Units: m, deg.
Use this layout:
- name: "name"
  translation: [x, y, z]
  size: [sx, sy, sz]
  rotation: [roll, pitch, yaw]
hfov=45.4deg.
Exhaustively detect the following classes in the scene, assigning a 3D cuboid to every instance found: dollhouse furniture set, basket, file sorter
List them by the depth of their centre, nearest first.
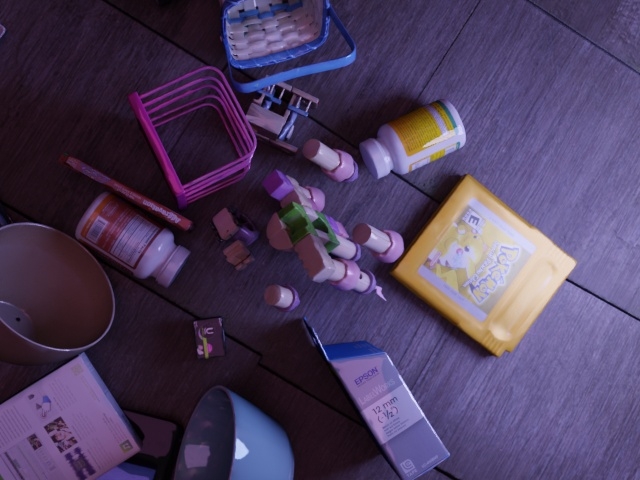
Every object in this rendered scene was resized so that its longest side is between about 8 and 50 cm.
- name: "file sorter"
  translation: [-0.245, -0.198, 1.519]
  size: [0.182, 0.291, 0.202]
  rotation: [-26, 91, -9]
- name: "basket"
  translation: [-0.083, -0.438, 1.567]
  size: [0.255, 0.201, 0.288]
  rotation: [-15, 55, -6]
- name: "dollhouse furniture set"
  translation: [-0.077, -0.267, 1.587]
  size: [0.129, 0.184, 0.129]
  rotation: [24, 86, -7]

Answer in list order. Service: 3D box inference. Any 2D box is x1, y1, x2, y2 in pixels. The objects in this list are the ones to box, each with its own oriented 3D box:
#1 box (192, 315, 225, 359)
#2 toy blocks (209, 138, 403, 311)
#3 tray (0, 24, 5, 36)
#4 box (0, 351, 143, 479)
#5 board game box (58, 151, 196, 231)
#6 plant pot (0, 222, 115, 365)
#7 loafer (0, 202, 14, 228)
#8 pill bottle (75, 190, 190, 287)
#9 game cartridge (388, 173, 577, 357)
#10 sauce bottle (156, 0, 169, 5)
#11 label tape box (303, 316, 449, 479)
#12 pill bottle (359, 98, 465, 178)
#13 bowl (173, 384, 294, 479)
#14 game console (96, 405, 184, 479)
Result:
- name: "box"
  translation: [-0.235, 0.206, 1.620]
  size: [0.062, 0.052, 0.083]
  rotation: [-8, 87, -6]
- name: "toy blocks"
  translation: [0.000, 0.000, 1.592]
  size: [0.309, 0.260, 0.288]
  rotation: [-38, 62, 17]
- name: "tray"
  translation: [-0.808, -0.463, 1.598]
  size: [0.270, 0.030, 0.145]
  rotation: [36, 85, -4]
- name: "box"
  translation: [-0.553, 0.405, 1.522]
  size: [0.322, 0.058, 0.232]
  rotation: [-32, 93, -9]
- name: "board game box"
  translation: [-0.389, -0.094, 1.569]
  size: [0.281, 0.145, 0.027]
  rotation: [29, 88, -4]
- name: "plant pot"
  translation: [-0.579, 0.135, 1.503]
  size: [0.191, 0.284, 0.284]
  rotation: [-39, 92, 29]
- name: "loafer"
  translation: [-0.734, -0.101, 1.569]
  size: [0.109, 0.095, 0.302]
  rotation: [-38, 88, 4]
- name: "pill bottle"
  translation: [-0.383, 0.003, 1.579]
  size: [0.216, 0.121, 0.121]
  rotation: [34, 85, -4]
- name: "game cartridge"
  translation: [0.361, 0.059, 1.690]
  size: [0.324, 0.053, 0.285]
  rotation: [38, 85, -2]
- name: "sauce bottle"
  translation: [-0.204, -0.602, 1.626]
  size: [0.345, 0.111, 0.111]
  rotation: [-24, 90, -7]
- name: "label tape box"
  translation: [0.101, 0.291, 1.553]
  size: [0.115, 0.249, 0.347]
  rotation: [-30, 91, -6]
- name: "pill bottle"
  translation: [0.196, -0.213, 1.650]
  size: [0.209, 0.117, 0.117]
  rotation: [-26, 91, -6]
- name: "bowl"
  translation: [-0.163, 0.459, 1.519]
  size: [0.163, 0.312, 0.311]
  rotation: [19, 86, -25]
- name: "game console"
  translation: [-0.497, 0.520, 1.578]
  size: [0.342, 0.060, 0.386]
  rotation: [17, 87, -5]
